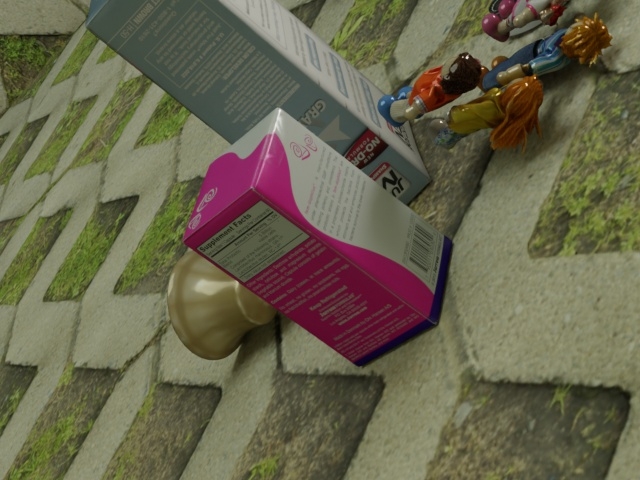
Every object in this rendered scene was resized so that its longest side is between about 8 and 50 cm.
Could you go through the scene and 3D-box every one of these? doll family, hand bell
[{"bbox_3d":[0.193,-0.163,1.341,0.263,0.118,0.163,-42,10,-25],"label":"doll family"},{"bbox_3d":[-0.034,0.049,1.484,0.242,0.126,0.126,-14,42,39],"label":"hand bell"}]

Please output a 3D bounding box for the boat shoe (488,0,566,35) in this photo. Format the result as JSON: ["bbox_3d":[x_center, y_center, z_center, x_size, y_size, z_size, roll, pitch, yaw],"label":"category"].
[{"bbox_3d":[0.248,-0.297,1.442,0.228,0.076,0.080,-32,30,41],"label":"boat shoe"}]

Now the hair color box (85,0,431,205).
[{"bbox_3d":[-0.063,-0.174,1.471,0.113,0.374,0.185,-45,23,17],"label":"hair color box"}]

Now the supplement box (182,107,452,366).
[{"bbox_3d":[0.000,0.000,1.289,0.114,0.220,0.111,-33,28,39],"label":"supplement box"}]
